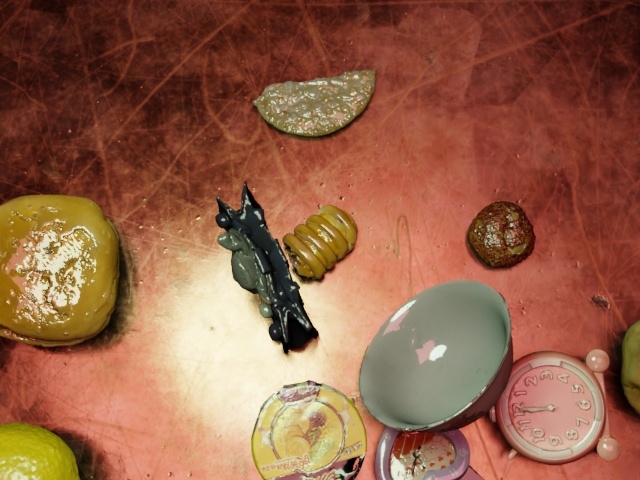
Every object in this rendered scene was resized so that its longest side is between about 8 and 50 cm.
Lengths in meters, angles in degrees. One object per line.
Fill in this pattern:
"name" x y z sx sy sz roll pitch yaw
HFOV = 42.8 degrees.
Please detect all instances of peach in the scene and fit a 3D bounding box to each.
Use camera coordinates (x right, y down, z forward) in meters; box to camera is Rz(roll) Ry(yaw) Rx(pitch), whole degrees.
"peach" 0.705 0.263 1.629 0.214 0.214 0.236 -4 111 -1

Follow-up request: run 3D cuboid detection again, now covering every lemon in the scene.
"lemon" -0.598 0.470 1.537 0.310 0.253 0.254 3 76 6

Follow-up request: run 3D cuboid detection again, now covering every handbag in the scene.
"handbag" -0.115 0.061 1.634 0.118 0.269 0.326 -26 77 -5

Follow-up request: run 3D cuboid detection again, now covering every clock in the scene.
"clock" 0.194 0.431 1.642 0.198 0.064 0.172 -30 62 -8
"clock" 0.459 0.335 1.640 0.241 0.142 0.227 -7 79 10

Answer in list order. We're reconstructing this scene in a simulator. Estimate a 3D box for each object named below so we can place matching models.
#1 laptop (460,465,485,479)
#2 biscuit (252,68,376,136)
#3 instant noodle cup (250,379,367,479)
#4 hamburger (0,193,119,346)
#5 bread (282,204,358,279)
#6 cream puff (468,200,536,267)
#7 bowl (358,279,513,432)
"laptop" 0.259 0.546 1.642 0.135 0.016 0.197 43 81 9
"biscuit" -0.007 -0.302 1.846 0.289 0.038 0.141 -9 76 -1
"instant noodle cup" -0.022 0.387 1.567 0.215 0.236 0.216 0 75 -1
"hamburger" -0.556 0.062 1.662 0.284 0.174 0.305 2 77 -13
"bread" 0.000 0.000 1.748 0.177 0.084 0.119 -42 80 -14
"cream puff" 0.394 -0.015 1.750 0.148 0.084 0.149 0 78 1
"bowl" 0.258 0.258 1.612 0.345 0.345 0.157 -50 122 -11
